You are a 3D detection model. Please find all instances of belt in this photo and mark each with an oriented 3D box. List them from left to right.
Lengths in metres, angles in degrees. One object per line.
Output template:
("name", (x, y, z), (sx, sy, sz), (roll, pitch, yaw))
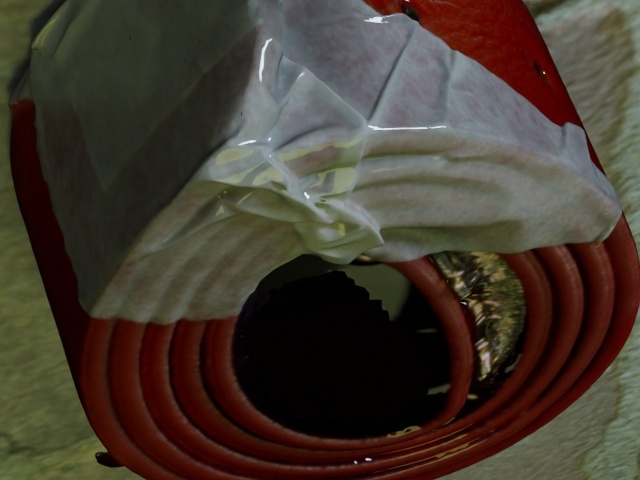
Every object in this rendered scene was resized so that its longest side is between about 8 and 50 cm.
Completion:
("belt", (0.000, 0.000, 0.737), (0.227, 0.115, 0.324), (-27, 150, 8))
